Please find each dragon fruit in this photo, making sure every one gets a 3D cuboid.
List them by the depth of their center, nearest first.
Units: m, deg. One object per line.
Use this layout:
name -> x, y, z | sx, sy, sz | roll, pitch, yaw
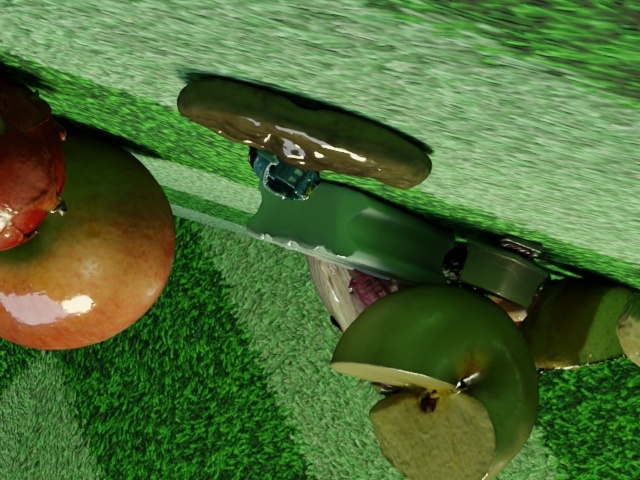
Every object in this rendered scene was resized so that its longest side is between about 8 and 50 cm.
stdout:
dragon fruit -> -0.421, -0.101, 1.480 | 0.241, 0.241, 0.252 | 15, 145, 19

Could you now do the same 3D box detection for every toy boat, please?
toy boat -> -0.033, -0.074, 1.361 | 0.061, 0.060, 0.137 | 36, 180, 25

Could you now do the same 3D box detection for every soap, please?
soap -> 0.050, -0.010, 1.766 | 0.173, 0.095, 0.289 | 13, 176, 34

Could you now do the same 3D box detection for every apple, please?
apple -> 0.173, 0.191, 1.788 | 0.295, 0.233, 0.258 | 52, 157, -10
apple -> -0.416, -0.010, 1.970 | 0.364, 0.364, 0.364 | 16, 177, 1

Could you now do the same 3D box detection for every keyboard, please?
keyboard -> 0.267, 0.011, 1.725 | 0.055, 0.017, 0.166 | 17, 177, -1

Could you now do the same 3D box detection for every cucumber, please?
cucumber -> 0.245, 0.046, 1.965 | 0.081, 0.072, 0.303 | 4, -178, -20

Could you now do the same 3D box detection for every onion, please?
onion -> 0.078, 0.038, 2.054 | 0.267, 0.159, 0.348 | 51, 165, 43

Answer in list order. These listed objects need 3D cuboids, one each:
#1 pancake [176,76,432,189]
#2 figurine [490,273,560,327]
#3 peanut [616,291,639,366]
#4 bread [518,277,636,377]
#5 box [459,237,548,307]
pancake -> -0.021, -0.088, 1.139 | 0.242, 0.050, 0.242 | 17, 177, 1
figurine -> 0.347, 0.097, 2.010 | 0.102, 0.111, 0.195 | -5, 168, 44
peanut -> 0.488, 0.120, 1.596 | 0.136, 0.120, 0.298 | 13, 177, -29
bread -> 0.400, 0.121, 1.899 | 0.129, 0.134, 0.260 | -4, -176, 44
box -> 0.251, 0.048, 1.734 | 0.089, 0.062, 0.122 | 20, 176, 34
